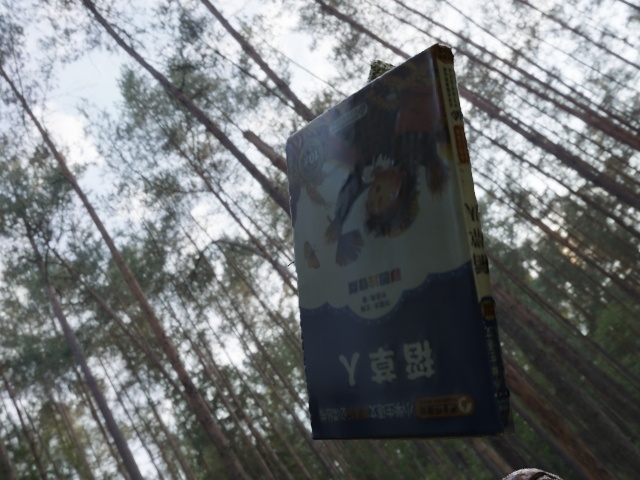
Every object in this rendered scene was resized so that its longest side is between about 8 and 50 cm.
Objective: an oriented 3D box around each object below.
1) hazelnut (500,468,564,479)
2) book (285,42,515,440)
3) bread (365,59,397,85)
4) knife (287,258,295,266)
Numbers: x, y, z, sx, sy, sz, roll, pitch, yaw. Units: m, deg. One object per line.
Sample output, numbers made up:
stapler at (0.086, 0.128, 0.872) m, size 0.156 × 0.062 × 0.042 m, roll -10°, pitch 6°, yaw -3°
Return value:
hazelnut at (0.321, 0.406, 0.927) m, size 0.143 × 0.154 × 0.143 m, roll -57°, pitch -3°, yaw -4°
book at (0.070, 0.020, 0.769) m, size 0.039 × 0.428 × 0.300 m, roll 6°, pitch -19°, yaw -39°
bread at (0.169, -0.260, 1.244) m, size 0.196 × 0.138 × 0.102 m, roll 18°, pitch -41°, yaw -10°
knife at (0.000, 0.000, 1.224) m, size 0.170 × 0.023 × 0.010 m, roll -38°, pitch -76°, yaw 15°
